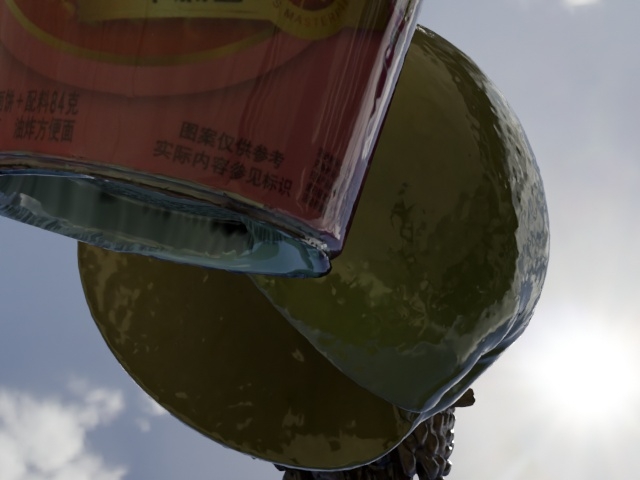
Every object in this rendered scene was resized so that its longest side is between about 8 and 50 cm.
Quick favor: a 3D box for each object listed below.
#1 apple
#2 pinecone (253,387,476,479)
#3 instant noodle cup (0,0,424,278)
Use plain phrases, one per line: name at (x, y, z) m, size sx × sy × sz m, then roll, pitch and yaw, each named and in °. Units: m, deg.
apple at (0.000, 0.000, 0.912) m, size 0.292 × 0.292 × 0.254 m, roll -31°, pitch -104°, yaw -41°
pinecone at (0.045, 0.201, 1.655) m, size 0.257 × 0.243 × 0.243 m, roll -31°, pitch -153°, yaw -4°
instant noodle cup at (-0.045, -0.124, 0.631) m, size 0.244 × 0.255 × 0.244 m, roll 11°, pitch 168°, yaw 2°
